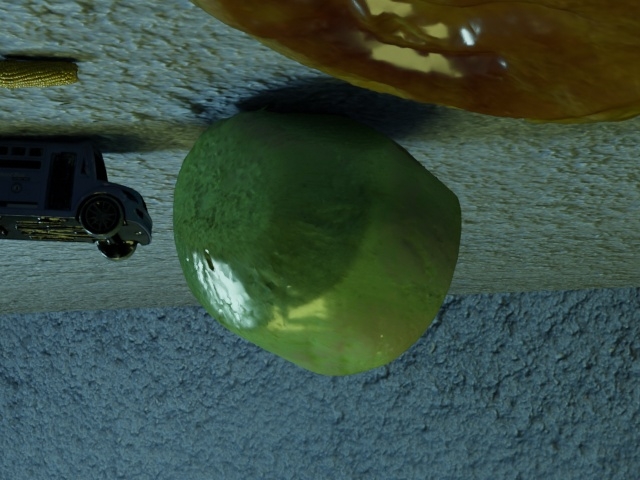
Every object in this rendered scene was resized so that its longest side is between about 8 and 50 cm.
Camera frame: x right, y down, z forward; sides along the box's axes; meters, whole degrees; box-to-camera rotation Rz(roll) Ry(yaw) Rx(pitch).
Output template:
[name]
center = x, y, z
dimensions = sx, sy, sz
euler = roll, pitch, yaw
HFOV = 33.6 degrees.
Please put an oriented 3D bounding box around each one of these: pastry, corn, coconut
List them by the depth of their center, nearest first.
[pastry]
center = 0.081, -0.167, 0.520
dimensions = 0.356, 0.164, 0.356
euler = 12, 172, 2
[corn]
center = -0.272, -0.159, 1.006
dimensions = 0.083, 0.028, 0.027
euler = -3, 165, -7
[coconut]
center = 0.000, 0.000, 1.184
dimensions = 0.328, 0.281, 0.328
euler = 9, 163, 3

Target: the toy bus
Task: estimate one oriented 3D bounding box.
[toy bus]
center = -0.353, -0.055, 1.303
dimensions = 0.292, 0.133, 0.125
euler = 2, 165, 0
